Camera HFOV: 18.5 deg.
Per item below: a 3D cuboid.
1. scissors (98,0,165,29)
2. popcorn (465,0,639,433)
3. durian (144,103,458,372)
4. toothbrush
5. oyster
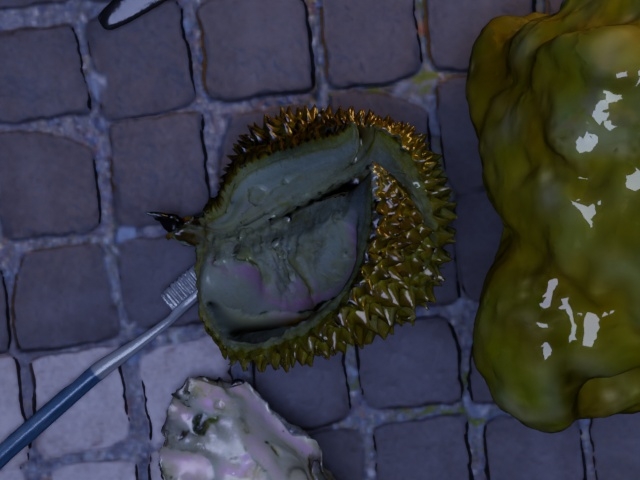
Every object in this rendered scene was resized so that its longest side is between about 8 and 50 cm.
[{"bbox_3d":[-0.069,-0.217,1.417,0.220,0.017,0.088,-33,99,7],"label":"scissors"},{"bbox_3d":[0.260,-0.032,1.291,0.334,0.292,0.293,-7,137,28],"label":"popcorn"},{"bbox_3d":[0.000,0.000,1.394,0.237,0.138,0.193,8,91,43],"label":"durian"},{"bbox_3d":[-0.185,0.111,1.470,0.276,0.019,0.025,-41,86,8],"label":"toothbrush"},{"bbox_3d":[-0.034,0.188,1.456,0.209,0.072,0.133,37,105,17],"label":"oyster"}]
